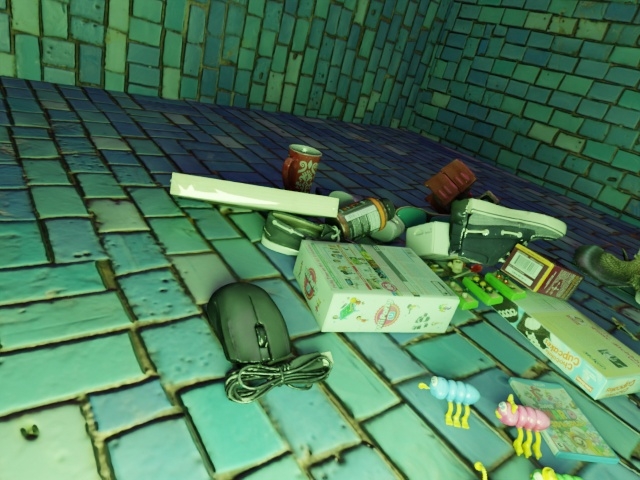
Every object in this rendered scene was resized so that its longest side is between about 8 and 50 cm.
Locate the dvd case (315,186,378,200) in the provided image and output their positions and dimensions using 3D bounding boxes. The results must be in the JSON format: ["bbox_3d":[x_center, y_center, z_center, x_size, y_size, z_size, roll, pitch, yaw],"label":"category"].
[{"bbox_3d":[0.117,-0.132,1.512,0.253,0.022,0.180,8,25,-16],"label":"dvd case"}]

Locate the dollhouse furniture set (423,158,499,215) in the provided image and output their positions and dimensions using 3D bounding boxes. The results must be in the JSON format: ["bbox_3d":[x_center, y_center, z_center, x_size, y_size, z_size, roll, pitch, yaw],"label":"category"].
[{"bbox_3d":[0.547,-0.092,1.510,0.374,0.152,0.201,54,4,21],"label":"dollhouse furniture set"}]

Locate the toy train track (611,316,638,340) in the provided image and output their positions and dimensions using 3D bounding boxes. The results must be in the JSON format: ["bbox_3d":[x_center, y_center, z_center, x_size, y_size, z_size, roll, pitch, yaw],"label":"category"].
[{"bbox_3d":[0.835,0.245,1.158,0.048,0.014,0.083,13,30,-23],"label":"toy train track"}]

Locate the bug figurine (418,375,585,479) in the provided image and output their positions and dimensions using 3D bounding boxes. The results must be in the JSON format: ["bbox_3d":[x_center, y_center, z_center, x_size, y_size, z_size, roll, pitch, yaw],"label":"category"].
[{"bbox_3d":[0.273,0.306,0.629,0.216,0.072,0.279,12,25,-7],"label":"bug figurine"}]

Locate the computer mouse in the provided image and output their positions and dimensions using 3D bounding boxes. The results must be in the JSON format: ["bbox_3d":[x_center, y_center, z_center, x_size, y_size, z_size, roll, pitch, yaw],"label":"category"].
[{"bbox_3d":[-0.111,0.147,0.736,0.188,0.072,0.272,-3,31,-34],"label":"computer mouse"}]

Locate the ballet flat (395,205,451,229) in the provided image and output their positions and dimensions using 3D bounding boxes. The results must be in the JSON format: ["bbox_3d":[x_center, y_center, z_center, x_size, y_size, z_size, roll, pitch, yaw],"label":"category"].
[{"bbox_3d":[0.363,-0.066,1.471,0.248,0.086,0.086,11,25,-13],"label":"ballet flat"}]

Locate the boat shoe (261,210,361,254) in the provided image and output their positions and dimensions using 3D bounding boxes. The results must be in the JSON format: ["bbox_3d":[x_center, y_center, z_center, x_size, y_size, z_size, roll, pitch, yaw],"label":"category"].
[{"bbox_3d":[0.000,0.000,1.083,0.302,0.091,0.114,12,25,-8],"label":"boat shoe"}]

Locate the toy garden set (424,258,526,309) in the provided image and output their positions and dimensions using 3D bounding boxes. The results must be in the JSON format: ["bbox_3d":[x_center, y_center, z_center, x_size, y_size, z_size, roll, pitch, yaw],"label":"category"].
[{"bbox_3d":[0.357,0.095,1.076,0.244,0.049,0.204,-8,26,-14],"label":"toy garden set"}]

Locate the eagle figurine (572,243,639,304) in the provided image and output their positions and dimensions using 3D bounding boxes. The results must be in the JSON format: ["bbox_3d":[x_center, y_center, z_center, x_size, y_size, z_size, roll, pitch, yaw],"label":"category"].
[{"bbox_3d":[1.065,0.102,1.443,0.226,0.225,0.298,57,-7,-2],"label":"eagle figurine"}]

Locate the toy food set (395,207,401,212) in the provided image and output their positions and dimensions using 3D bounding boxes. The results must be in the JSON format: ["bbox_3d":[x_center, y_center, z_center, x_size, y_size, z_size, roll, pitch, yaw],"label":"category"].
[{"bbox_3d":[0.286,-0.104,1.524,0.122,0.019,0.078,19,22,-22],"label":"toy food set"}]

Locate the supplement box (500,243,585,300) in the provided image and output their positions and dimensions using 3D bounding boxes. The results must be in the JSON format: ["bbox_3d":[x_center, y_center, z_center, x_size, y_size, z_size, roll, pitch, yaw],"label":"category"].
[{"bbox_3d":[0.562,0.083,1.061,0.188,0.081,0.104,15,20,-36],"label":"supplement box"}]

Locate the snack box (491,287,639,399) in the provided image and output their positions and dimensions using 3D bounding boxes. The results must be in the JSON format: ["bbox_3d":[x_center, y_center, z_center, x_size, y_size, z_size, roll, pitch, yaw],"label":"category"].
[{"bbox_3d":[0.583,0.224,0.995,0.187,0.060,0.322,2,27,-24],"label":"snack box"}]

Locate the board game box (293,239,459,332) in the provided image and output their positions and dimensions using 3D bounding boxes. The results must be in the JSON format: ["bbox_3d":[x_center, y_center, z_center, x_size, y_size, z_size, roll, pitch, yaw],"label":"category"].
[{"bbox_3d":[0.117,0.099,0.942,0.303,0.098,0.224,6,25,-23],"label":"board game box"}]

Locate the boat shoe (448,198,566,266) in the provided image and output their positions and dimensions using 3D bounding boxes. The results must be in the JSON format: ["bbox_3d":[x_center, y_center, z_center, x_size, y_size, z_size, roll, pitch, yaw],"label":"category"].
[{"bbox_3d":[0.486,-0.002,1.111,0.340,0.158,0.127,11,-1,-13],"label":"boat shoe"}]

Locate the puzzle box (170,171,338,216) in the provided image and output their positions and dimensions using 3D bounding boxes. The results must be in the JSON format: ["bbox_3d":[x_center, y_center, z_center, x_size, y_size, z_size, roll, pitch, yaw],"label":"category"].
[{"bbox_3d":[-0.185,-0.113,1.129,0.408,0.052,0.272,7,1,-18],"label":"puzzle box"}]

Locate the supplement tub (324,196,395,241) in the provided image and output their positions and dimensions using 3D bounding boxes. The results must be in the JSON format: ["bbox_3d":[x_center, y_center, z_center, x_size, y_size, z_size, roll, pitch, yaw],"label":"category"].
[{"bbox_3d":[0.118,-0.061,1.206,0.197,0.106,0.106,-22,41,-26],"label":"supplement tub"}]

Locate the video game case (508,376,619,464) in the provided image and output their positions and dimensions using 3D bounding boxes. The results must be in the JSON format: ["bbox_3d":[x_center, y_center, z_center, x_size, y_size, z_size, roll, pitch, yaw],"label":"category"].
[{"bbox_3d":[0.433,0.320,0.761,0.119,0.015,0.166,11,25,-10],"label":"video game case"}]

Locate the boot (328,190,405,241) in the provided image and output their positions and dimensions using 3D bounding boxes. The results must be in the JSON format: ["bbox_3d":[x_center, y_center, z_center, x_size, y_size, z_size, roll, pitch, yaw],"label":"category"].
[{"bbox_3d":[0.150,-0.081,1.364,0.258,0.095,0.123,36,24,20],"label":"boot"}]

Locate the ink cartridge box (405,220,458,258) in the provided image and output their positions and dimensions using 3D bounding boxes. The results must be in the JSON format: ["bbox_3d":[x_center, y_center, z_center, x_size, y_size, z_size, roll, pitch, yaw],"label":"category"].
[{"bbox_3d":[0.372,0.011,1.206,0.212,0.093,0.154,9,-10,-18],"label":"ink cartridge box"}]

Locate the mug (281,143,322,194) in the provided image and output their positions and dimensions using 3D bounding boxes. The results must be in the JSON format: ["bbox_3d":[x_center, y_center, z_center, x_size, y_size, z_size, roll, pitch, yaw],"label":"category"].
[{"bbox_3d":[-0.085,-0.226,1.414,0.150,0.169,0.113,-3,31,-33],"label":"mug"}]
